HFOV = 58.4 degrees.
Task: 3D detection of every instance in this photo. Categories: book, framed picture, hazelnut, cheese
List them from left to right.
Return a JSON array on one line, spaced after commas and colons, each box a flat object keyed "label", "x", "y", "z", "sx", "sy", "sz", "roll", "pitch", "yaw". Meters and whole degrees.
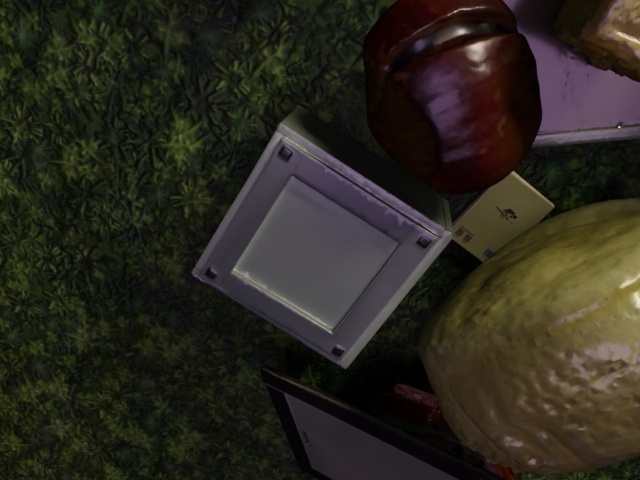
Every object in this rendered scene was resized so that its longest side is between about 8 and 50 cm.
[{"label": "framed picture", "x": 0.083, "y": 0.305, "z": 0.747, "sx": 0.347, "sy": 0.016, "sz": 0.264, "roll": 15, "pitch": 138, "yaw": 33}, {"label": "cheese", "x": 0.173, "y": 0.314, "z": 0.794, "sx": 0.217, "sy": 0.129, "sz": 0.329, "roll": 12, "pitch": 135, "yaw": 38}, {"label": "hazelnut", "x": 0.134, "y": -0.148, "z": 0.584, "sx": 0.178, "sy": 0.178, "sz": 0.203, "roll": -27, "pitch": 75, "yaw": 18}, {"label": "book", "x": 0.220, "y": -0.027, "z": 0.708, "sx": 0.077, "sy": 0.014, "sz": 0.111, "roll": 36, "pitch": 114, "yaw": -9}, {"label": "framed picture", "x": 0.276, "y": -0.236, "z": 0.608, "sx": 0.217, "sy": 0.017, "sz": 0.274, "roll": -2, "pitch": 113, "yaw": 9}]

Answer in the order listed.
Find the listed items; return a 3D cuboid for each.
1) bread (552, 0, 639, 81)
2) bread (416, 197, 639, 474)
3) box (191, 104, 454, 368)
[{"label": "bread", "x": 0.323, "y": -0.273, "z": 0.477, "sx": 0.114, "sy": 0.184, "sz": 0.274, "roll": 30, "pitch": 113, "yaw": 0}, {"label": "bread", "x": 0.275, "y": 0.110, "z": 0.604, "sx": 0.321, "sy": 0.320, "sz": 0.237, "roll": -37, "pitch": 88, "yaw": 21}, {"label": "box", "x": 0.000, "y": 0.000, "z": 0.696, "sx": 0.225, "sy": 0.117, "sz": 0.225, "roll": 32, "pitch": 114, "yaw": -6}]
